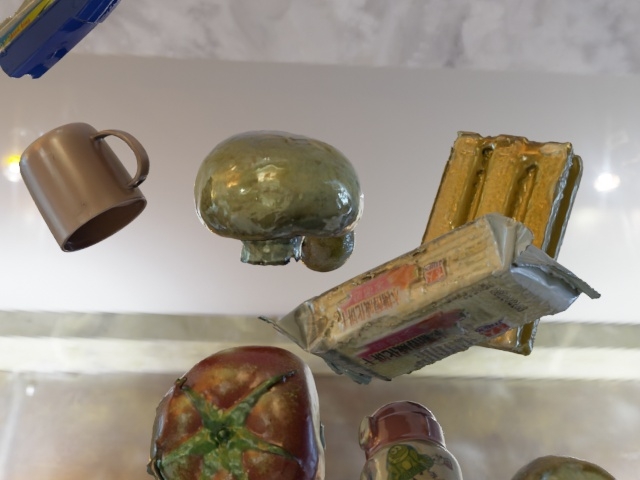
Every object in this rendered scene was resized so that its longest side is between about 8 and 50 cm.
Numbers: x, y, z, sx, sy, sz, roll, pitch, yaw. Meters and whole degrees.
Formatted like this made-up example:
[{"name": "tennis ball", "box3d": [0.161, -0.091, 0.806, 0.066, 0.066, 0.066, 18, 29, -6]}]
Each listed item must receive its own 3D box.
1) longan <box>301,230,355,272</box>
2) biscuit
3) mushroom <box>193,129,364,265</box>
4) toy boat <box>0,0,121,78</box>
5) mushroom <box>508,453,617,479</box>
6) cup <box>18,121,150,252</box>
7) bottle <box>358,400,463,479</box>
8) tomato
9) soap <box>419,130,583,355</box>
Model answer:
[{"name": "longan", "box3d": [0.000, 0.000, 2.236, 0.176, 0.154, 0.145, -13, 3, -21]}, {"name": "biscuit", "box3d": [0.113, 0.070, 0.982, 0.309, 0.079, 0.186, -26, -39, 27]}, {"name": "mushroom", "box3d": [-0.081, -0.086, 1.879, 0.352, 0.352, 0.260, 2, -81, 0]}, {"name": "toy boat", "box3d": [-0.356, -0.362, 1.394, 0.295, 0.129, 0.088, -37, -91, 15]}, {"name": "mushroom", "box3d": [0.389, 0.514, 1.772, 0.212, 0.292, 0.217, 53, -25, -9]}, {"name": "cup", "box3d": [-0.451, -0.127, 1.853, 0.253, 0.200, 0.191, -36, -8, 23]}, {"name": "bottle", "box3d": [0.101, 0.288, 1.031, 0.120, 0.253, 0.120, -4, -50, -4]}, {"name": "tomato", "box3d": [-0.114, 0.326, 1.528, 0.303, 0.303, 0.239, -13, -20, 15]}, {"name": "soap", "box3d": [0.256, 0.001, 1.405, 0.199, 0.315, 0.091, 9, -12, 37]}]
